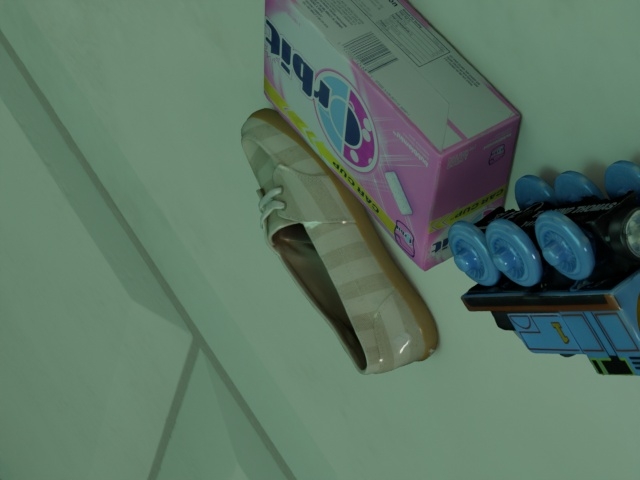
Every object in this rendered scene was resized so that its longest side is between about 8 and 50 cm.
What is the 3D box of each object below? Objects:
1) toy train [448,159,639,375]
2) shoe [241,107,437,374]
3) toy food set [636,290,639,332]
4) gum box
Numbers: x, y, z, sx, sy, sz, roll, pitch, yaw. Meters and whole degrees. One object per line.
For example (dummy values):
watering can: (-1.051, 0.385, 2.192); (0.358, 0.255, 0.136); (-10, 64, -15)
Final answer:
toy train: (0.142, 0.019, 1.090); (0.105, 0.080, 0.184); (61, 157, -10)
shoe: (0.000, 0.000, 1.382); (0.219, 0.058, 0.076); (55, 155, 17)
toy food set: (0.222, -0.044, 0.874); (0.111, 0.105, 0.232); (-131, 42, -59)
gum box: (0.035, -0.087, 1.212); (0.188, 0.062, 0.107); (49, 153, 29)
